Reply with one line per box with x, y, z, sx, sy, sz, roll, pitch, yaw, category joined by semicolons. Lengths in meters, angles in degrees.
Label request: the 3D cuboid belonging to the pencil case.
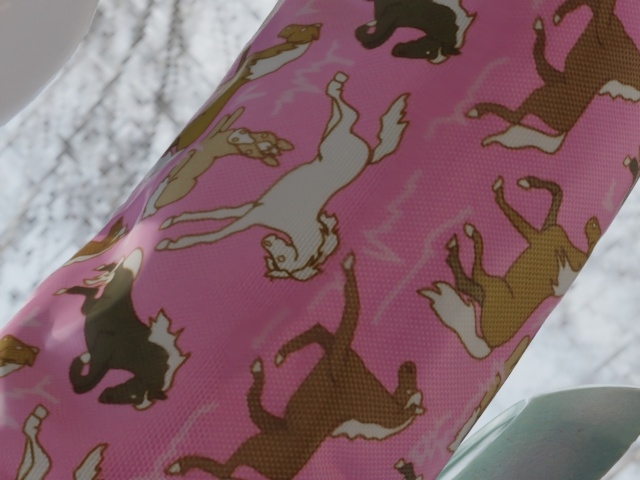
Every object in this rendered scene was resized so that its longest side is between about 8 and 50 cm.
0.000;0.000;0.692;0.160;0.386;0.167;41;158;-13;pencil case

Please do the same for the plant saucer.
0.062;0.115;0.796;0.037;0.195;0.195;49;-164;2;plant saucer

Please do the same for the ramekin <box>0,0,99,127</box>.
-0.243;-0.169;0.962;0.277;0.277;0.135;35;-173;-38;ramekin
